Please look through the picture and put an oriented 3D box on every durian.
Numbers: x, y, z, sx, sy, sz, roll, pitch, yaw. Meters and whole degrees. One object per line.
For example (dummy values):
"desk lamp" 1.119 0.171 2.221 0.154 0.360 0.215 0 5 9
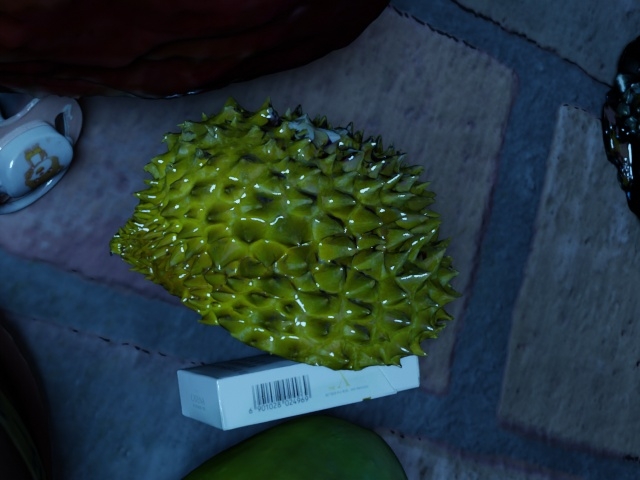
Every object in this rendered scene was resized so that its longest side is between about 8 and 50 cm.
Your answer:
"durian" 0.002 -0.012 0.573 0.250 0.183 0.137 10 113 -31

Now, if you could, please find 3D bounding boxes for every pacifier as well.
"pacifier" -0.203 -0.062 0.535 0.078 0.081 0.099 38 54 14

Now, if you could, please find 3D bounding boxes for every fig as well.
"fig" -0.021 0.202 0.536 0.181 0.181 0.191 43 61 -18

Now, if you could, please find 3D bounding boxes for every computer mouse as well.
"computer mouse" 0.353 -0.093 0.814 0.147 0.078 0.241 -11 91 -26

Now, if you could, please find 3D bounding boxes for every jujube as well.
"jujube" -0.115 -0.195 0.472 0.377 0.258 0.258 -20 95 -30

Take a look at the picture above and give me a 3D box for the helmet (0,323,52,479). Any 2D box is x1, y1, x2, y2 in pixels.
"helmet" -0.271 0.147 0.352 0.338 0.230 0.384 -31 114 -23

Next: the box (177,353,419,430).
"box" -0.015 0.100 0.600 0.154 0.084 0.040 -8 88 -28
